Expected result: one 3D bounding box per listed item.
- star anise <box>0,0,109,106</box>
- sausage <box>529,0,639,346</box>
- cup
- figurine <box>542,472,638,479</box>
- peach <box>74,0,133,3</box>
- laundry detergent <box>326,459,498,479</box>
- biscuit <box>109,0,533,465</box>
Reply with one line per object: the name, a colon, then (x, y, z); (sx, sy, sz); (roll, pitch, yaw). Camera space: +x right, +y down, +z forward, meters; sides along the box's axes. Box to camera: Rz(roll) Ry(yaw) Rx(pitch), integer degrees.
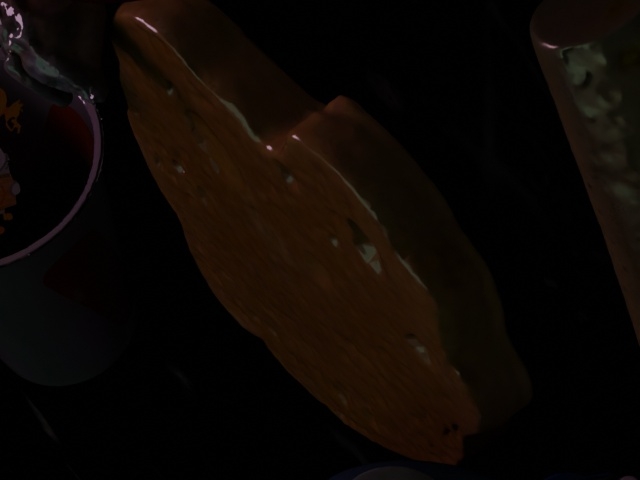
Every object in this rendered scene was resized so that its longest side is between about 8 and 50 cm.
star anise: (-0.176, -0.177, 1.017); (0.172, 0.063, 0.208); (-142, 42, -64)
sausage: (0.159, 0.019, 0.739); (0.066, 0.066, 0.301); (25, 149, 49)
cup: (-0.241, 0.001, 1.376); (0.203, 0.203, 0.288); (40, 163, 24)
figurine: (0.180, 0.164, 0.937); (0.149, 0.087, 0.086); (-7, 104, 50)
peach: (-0.087, -0.186, 0.720); (0.197, 0.197, 0.197); (41, 158, 21)
laundry detergent: (0.056, 0.184, 1.030); (0.143, 0.094, 0.290); (4, 170, 6)
biscuit: (0.000, 0.000, 1.033); (0.312, 0.057, 0.351); (27, 151, 45)
